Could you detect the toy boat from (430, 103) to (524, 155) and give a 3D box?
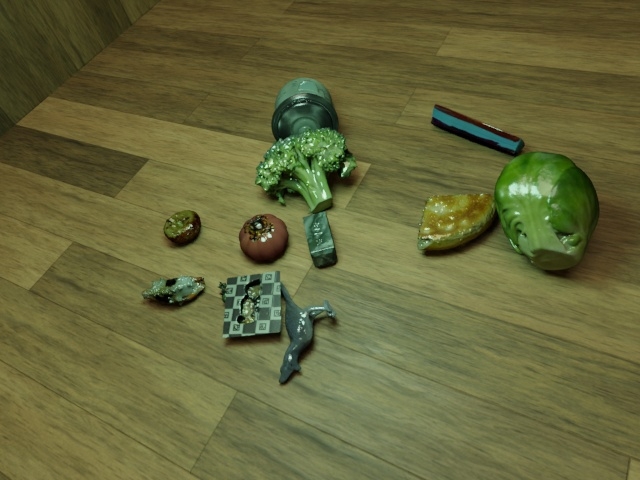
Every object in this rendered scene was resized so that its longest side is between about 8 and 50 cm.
[{"bbox_3d":[0.587,-0.427,1.870,0.392,0.136,0.079,32,97,31],"label":"toy boat"}]

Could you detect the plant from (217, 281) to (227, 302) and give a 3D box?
[{"bbox_3d":[-0.317,0.183,1.647,0.051,0.051,0.102,-38,60,-16],"label":"plant"}]

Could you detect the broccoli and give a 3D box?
[{"bbox_3d":[-0.049,-0.278,1.812,0.317,0.277,0.338,37,76,13],"label":"broccoli"}]

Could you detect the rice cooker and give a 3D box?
[{"bbox_3d":[-0.064,-0.505,1.974,0.264,0.316,0.316,8,51,-10],"label":"rice cooker"}]

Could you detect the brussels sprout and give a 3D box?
[{"bbox_3d":[0.682,-0.088,1.468,0.281,0.289,0.354,-9,62,25],"label":"brussels sprout"}]

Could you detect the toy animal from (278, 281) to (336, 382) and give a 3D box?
[{"bbox_3d":[-0.054,0.239,1.512,0.206,0.081,0.367,-21,50,15],"label":"toy animal"}]

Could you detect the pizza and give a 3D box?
[{"bbox_3d":[0.443,-0.075,1.641,0.336,0.086,0.226,-31,47,-13],"label":"pizza"}]

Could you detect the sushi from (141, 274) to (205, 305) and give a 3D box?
[{"bbox_3d":[-0.509,0.175,1.672,0.226,0.103,0.097,-12,67,7],"label":"sushi"}]

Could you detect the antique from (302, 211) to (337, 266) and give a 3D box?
[{"bbox_3d":[0.000,0.000,1.689,0.088,0.086,0.183,-16,51,2],"label":"antique"}]

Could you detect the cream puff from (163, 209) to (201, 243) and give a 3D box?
[{"bbox_3d":[-0.523,-0.047,1.856,0.149,0.084,0.149,-9,48,10],"label":"cream puff"}]

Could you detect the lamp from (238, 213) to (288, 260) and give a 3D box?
[{"bbox_3d":[-0.203,-0.018,1.720,0.182,0.140,0.182,-7,56,11],"label":"lamp"}]

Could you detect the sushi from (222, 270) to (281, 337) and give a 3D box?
[{"bbox_3d":[-0.212,0.214,1.582,0.192,0.050,0.215,-8,58,10],"label":"sushi"}]
